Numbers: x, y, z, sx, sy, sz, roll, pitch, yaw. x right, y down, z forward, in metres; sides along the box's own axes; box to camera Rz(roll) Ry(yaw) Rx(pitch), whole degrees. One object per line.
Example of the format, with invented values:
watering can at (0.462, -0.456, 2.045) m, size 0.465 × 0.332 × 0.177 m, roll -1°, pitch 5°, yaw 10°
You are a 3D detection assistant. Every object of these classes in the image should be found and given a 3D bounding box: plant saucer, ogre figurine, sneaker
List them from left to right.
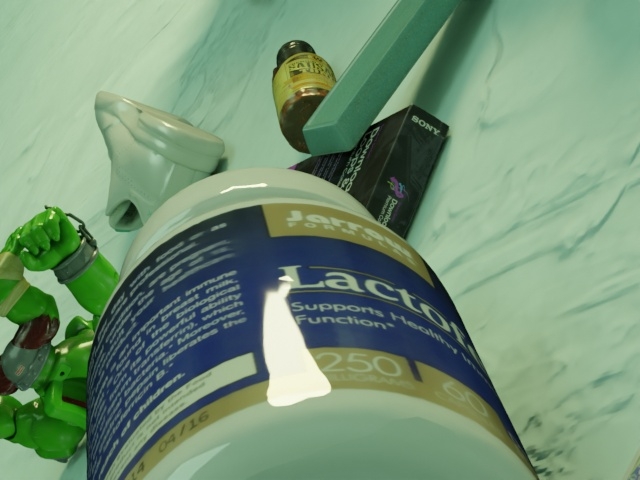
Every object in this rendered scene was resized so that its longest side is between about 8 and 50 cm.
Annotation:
ogre figurine at (-0.182, 0.076, 1.217) m, size 0.197 × 0.118 × 0.097 m, roll -55°, pitch 14°, yaw 10°
sneaker at (-0.134, -0.052, 1.377) m, size 0.212 × 0.080 × 0.094 m, roll -144°, pitch 73°, yaw -71°
plant saucer at (0.055, -0.126, 1.005) m, size 0.192 × 0.018 × 0.067 m, roll -53°, pitch 15°, yaw -12°

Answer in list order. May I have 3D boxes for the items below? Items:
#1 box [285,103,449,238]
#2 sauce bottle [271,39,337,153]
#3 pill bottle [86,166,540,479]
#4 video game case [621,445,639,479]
box at (0.000, 0.000, 0.984) m, size 0.162 × 0.029 × 0.116 m, roll -22°, pitch 41°, yaw 60°
sauce bottle at (-0.010, -0.092, 1.136) m, size 0.042 × 0.042 × 0.128 m, roll -54°, pitch 20°, yaw 16°
pill bottle at (-0.011, 0.073, 0.687) m, size 0.153 × 0.153 × 0.265 m, roll -55°, pitch 19°, yaw 14°
video game case at (0.124, 0.064, 0.568) m, size 0.122 × 0.011 × 0.087 m, roll -61°, pitch 18°, yaw -5°
